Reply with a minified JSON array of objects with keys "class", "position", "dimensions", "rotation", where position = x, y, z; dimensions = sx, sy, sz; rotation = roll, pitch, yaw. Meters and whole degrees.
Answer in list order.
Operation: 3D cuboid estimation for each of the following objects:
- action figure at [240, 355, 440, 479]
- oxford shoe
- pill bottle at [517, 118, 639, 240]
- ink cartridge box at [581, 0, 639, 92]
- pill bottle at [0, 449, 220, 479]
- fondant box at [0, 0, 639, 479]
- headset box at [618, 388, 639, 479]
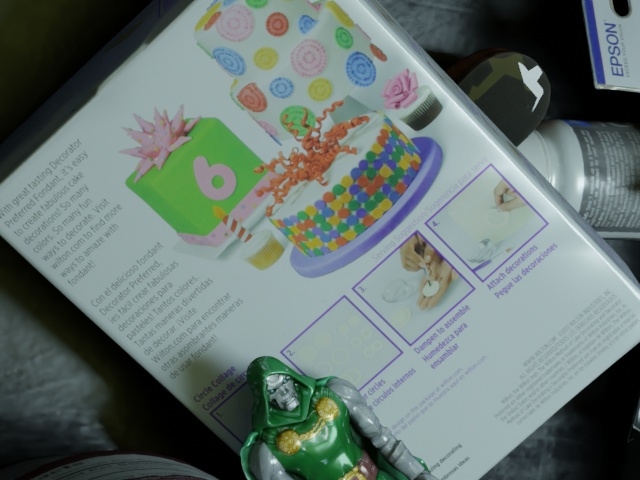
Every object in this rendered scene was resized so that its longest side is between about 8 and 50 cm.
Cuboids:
[{"class":"action figure","position":[0.028,0.157,1.130],"dimensions":[0.137,0.063,0.232],"rotation":[-42,107,-17]},{"class":"oxford shoe","position":[0.047,-0.044,1.244],"dimensions":[0.212,0.076,0.076],"rotation":[-36,109,0]},{"class":"pill bottle","position":[0.174,-0.039,1.285],"dimensions":[0.137,0.078,0.078],"rotation":[1,92,-22]},{"class":"ink cartridge box","position":[0.306,-0.146,1.303],"dimensions":[0.332,0.065,0.165],"rotation":[4,66,-18]},{"class":"pill bottle","position":[-0.089,0.230,1.024],"dimensions":[0.224,0.392,0.224],"rotation":[-1,92,-21]},{"class":"fondant box","position":[0.000,0.000,1.164],"dimensions":[0.238,0.096,0.330],"rotation":[-42,109,11]},{"class":"headset box","position":[0.337,0.126,1.335],"dimensions":[0.293,0.110,0.218],"rotation":[18,83,-20]}]
